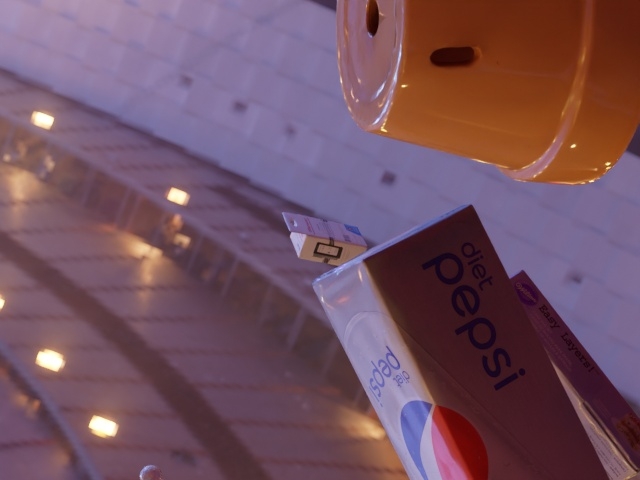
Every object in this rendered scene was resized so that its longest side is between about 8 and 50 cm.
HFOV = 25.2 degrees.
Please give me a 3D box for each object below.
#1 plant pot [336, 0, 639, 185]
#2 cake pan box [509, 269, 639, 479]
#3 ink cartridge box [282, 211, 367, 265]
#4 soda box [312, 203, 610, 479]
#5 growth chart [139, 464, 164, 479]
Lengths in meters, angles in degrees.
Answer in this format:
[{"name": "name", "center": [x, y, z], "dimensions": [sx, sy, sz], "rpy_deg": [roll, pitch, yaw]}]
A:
[{"name": "plant pot", "center": [0.136, -0.191, 1.247], "dimensions": [0.204, 0.290, 0.291], "rpy_deg": [-2, -156, -16]}, {"name": "cake pan box", "center": [0.219, 0.196, 1.646], "dimensions": [0.267, 0.246, 0.070], "rpy_deg": [52, -137, 9]}, {"name": "ink cartridge box", "center": [0.000, 0.000, 1.442], "dimensions": [0.083, 0.028, 0.048], "rpy_deg": [12, -157, -18]}, {"name": "soda box", "center": [0.110, 0.127, 0.968], "dimensions": [0.098, 0.286, 0.091], "rpy_deg": [-26, 180, -25]}, {"name": "growth chart", "center": [-0.188, 0.243, 0.989], "dimensions": [0.237, 0.021, 0.172], "rpy_deg": [-26, -137, -11]}]
